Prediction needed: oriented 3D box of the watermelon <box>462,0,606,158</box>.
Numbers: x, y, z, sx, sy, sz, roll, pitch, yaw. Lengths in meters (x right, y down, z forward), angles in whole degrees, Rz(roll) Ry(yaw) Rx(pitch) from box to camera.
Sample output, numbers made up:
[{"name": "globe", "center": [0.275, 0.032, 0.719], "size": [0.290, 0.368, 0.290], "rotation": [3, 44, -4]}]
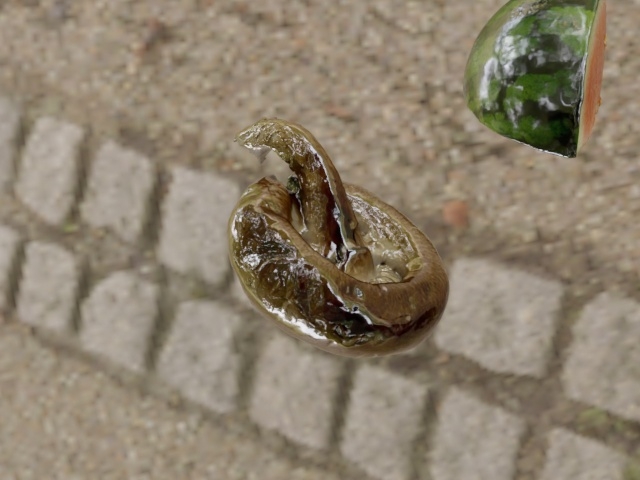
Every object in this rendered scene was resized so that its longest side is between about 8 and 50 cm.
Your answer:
[{"name": "watermelon", "center": [0.175, -0.123, 1.388], "size": [0.135, 0.094, 0.125], "rotation": [-58, 38, 4]}]

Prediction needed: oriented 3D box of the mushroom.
[{"name": "mushroom", "center": [-0.001, 0.001, 1.166], "size": [0.080, 0.135, 0.171], "rotation": [-42, 70, 33]}]
